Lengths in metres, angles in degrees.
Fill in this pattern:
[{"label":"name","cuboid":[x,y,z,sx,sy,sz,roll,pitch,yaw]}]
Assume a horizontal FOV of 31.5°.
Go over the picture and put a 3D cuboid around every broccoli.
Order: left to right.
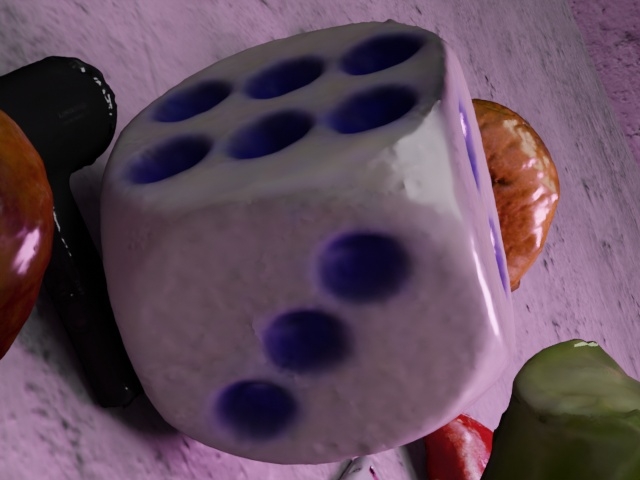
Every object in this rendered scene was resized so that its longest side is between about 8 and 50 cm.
[{"label":"broccoli","cuboid":[0.075,0.278,0.676,0.275,0.397,0.353,9,58,-29]}]

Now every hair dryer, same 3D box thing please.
[{"label":"hair dryer","cuboid":[-0.185,0.005,0.796,0.251,0.089,0.197,64,25,-10]}]

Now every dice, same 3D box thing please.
[{"label":"dice","cuboid":[0.000,0.000,0.861,0.243,0.259,0.251,-86,161,-53]}]

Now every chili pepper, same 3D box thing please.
[{"label":"chili pepper","cuboid":[0.186,0.279,1.195,0.253,0.136,0.144,40,77,-19]}]

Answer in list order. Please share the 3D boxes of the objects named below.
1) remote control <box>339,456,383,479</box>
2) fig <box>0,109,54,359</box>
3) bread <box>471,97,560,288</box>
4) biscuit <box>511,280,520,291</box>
[{"label":"remote control","cuboid":[0.074,0.279,1.053,0.166,0.029,0.065,60,27,-4]},{"label":"fig","cuboid":[-0.280,-0.027,0.561,0.290,0.190,0.190,28,39,-23]},{"label":"bread","cuboid":[0.220,-0.084,1.393,0.260,0.134,0.129,60,22,-9]},{"label":"biscuit","cuboid":[0.141,-0.072,1.469,0.394,0.076,0.368,14,52,-57]}]
